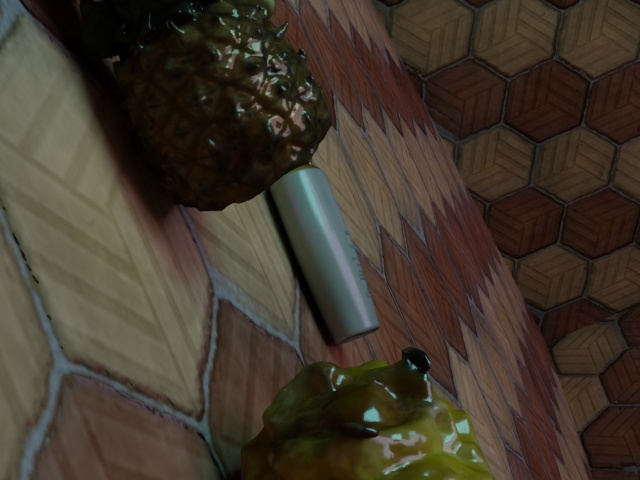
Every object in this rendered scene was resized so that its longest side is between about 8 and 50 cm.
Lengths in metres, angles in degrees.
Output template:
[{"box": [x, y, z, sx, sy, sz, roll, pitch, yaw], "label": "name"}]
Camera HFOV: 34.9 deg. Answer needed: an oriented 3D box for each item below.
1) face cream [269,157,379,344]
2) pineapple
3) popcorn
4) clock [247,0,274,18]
[{"box": [0.000, 0.000, 0.894, 0.182, 0.051, 0.072, 69, 15, 10], "label": "face cream"}, {"box": [-0.099, -0.141, 0.625, 0.248, 0.128, 0.128, 57, 15, -15], "label": "pineapple"}, {"box": [0.026, 0.136, 0.555, 0.167, 0.149, 0.152, 46, -37, 49], "label": "popcorn"}, {"box": [-0.093, -0.355, 0.723, 0.348, 0.117, 0.286, 96, -14, -47], "label": "clock"}]
